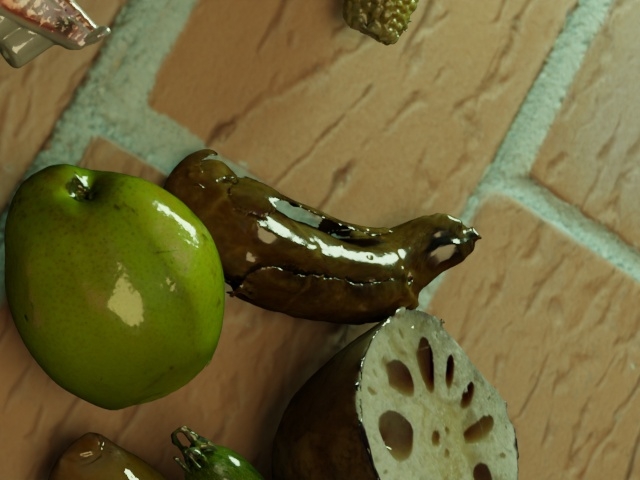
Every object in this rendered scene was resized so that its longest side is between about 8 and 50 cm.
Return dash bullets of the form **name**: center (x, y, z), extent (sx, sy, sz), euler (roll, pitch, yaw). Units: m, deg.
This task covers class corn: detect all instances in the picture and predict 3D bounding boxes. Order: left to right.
- **corn**: center (0.090, -0.326, 1.655), extent (0.086, 0.086, 0.288), euler (21, 86, -28)

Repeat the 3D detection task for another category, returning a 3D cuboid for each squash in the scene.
- **squash**: center (-0.039, 0.295, 1.559), extent (0.080, 0.071, 0.318), euler (-27, 95, -12)

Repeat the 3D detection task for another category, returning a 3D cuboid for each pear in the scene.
- **pear**: center (-0.178, 0.032, 1.504), extent (0.187, 0.187, 0.219), euler (-27, 109, -22)

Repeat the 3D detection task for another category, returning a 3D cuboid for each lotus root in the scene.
- **lotus root**: center (0.059, 0.213, 1.647), extent (0.272, 0.192, 0.272), euler (23, 56, -39)

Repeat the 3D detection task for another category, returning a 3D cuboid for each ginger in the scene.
- **ginger**: center (-0.004, 0.012, 1.639), extent (0.309, 0.107, 0.133), euler (18, 63, -28)

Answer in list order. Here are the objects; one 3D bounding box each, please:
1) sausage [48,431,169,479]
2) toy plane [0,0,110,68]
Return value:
- **sausage**: center (-0.071, 0.360, 1.633), extent (0.501, 0.123, 0.136), euler (41, 75, -25)
- **toy plane**: center (-0.245, -0.259, 1.367), extent (0.252, 0.118, 0.252), euler (-5, 101, -26)
